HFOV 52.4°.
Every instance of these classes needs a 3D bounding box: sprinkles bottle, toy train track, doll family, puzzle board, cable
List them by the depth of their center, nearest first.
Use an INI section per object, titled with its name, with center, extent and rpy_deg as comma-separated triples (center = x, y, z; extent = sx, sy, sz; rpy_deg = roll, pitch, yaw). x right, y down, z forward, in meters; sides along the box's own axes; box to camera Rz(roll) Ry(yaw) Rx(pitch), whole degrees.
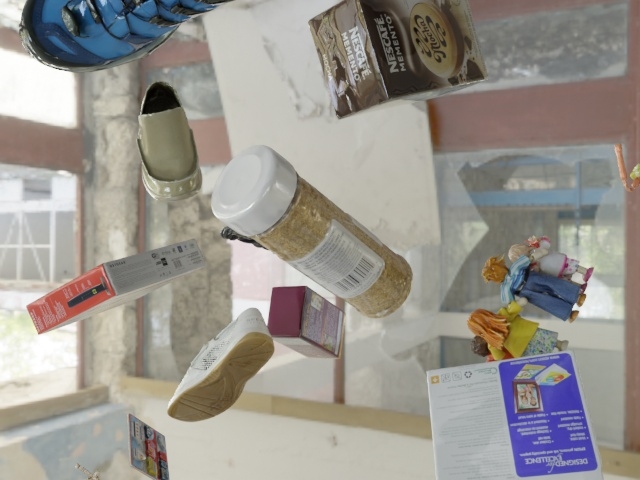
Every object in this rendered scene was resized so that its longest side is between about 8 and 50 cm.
[sprinkles bottle]
center = 0.000, 0.000, 0.981
extent = 0.121, 0.121, 0.355
rpy_deg = 0, 153, 43
[doll family]
center = 0.331, 0.103, 1.056
extent = 0.163, 0.263, 0.118
rpy_deg = 23, 173, 15
[puzzle board]
center = -0.311, 0.380, 1.184
extent = 0.011, 0.096, 0.128
rpy_deg = -39, -147, 5
[cable]
center = -0.154, -0.002, 1.474
extent = 0.150, 0.047, 0.184
rpy_deg = 10, 175, -16
[toy train track]
center = -0.616, 0.619, 1.723
extent = 0.083, 0.048, 0.014
rpy_deg = 32, 179, 8

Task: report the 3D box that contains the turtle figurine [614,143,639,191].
[turtle figurine]
center = 0.602, -0.065, 1.064
extent = 0.217, 0.270, 0.087
rpy_deg = -13, 154, -49

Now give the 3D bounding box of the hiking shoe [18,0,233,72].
[hiking shoe]
center = -0.129, -0.242, 0.560
extent = 0.303, 0.113, 0.132
rpy_deg = -28, -165, -1

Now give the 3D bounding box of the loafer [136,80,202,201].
[loafer]
center = -0.266, -0.173, 1.101
extent = 0.101, 0.269, 0.092
rpy_deg = -15, 140, -11

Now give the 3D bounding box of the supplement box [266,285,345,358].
[supplement box]
center = -0.026, 0.169, 1.322
extent = 0.080, 0.104, 0.188
rpy_deg = -4, 156, 27

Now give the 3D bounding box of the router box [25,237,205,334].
[router box]
center = -0.508, 0.112, 1.645
extent = 0.301, 0.082, 0.335
rpy_deg = -24, 179, 28

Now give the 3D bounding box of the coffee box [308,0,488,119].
[coffee box]
center = 0.139, -0.317, 1.089
extent = 0.297, 0.168, 0.118
rpy_deg = -23, -172, -42

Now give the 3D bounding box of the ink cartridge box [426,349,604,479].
[ink cartridge box]
center = 0.249, 0.257, 0.854
extent = 0.206, 0.208, 0.045
rpy_deg = -12, 139, 17

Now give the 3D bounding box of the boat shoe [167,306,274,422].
[boat shoe]
center = -0.177, 0.222, 1.153
extent = 0.098, 0.096, 0.277
rpy_deg = 27, 122, -33
